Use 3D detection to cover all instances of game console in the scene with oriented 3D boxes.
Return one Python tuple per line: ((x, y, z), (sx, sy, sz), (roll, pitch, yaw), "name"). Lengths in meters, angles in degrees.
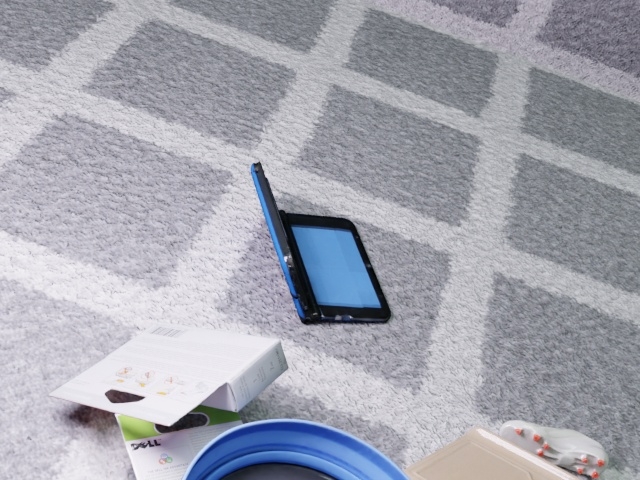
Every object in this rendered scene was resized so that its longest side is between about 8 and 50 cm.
((0.000, 0.000, 1.723), (0.173, 0.250, 0.293), (-19, 47, -3), "game console")

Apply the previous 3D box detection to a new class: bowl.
((-0.013, 0.409, 1.159), (0.391, 0.077, 0.391), (18, 37, -14), "bowl")

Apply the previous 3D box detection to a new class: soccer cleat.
((0.397, 0.350, 1.559), (0.196, 0.068, 0.076), (19, 24, -2), "soccer cleat")

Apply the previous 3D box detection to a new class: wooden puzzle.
((0.265, 0.390, 1.414), (0.221, 0.044, 0.238), (24, 27, 36), "wooden puzzle")

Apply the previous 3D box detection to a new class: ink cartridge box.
((-0.226, 0.211, 1.360), (0.275, 0.060, 0.239), (3, 27, 38), "ink cartridge box")
((-0.176, 0.357, 1.291), (0.188, 0.097, 0.255), (-6, 44, -27), "ink cartridge box")
